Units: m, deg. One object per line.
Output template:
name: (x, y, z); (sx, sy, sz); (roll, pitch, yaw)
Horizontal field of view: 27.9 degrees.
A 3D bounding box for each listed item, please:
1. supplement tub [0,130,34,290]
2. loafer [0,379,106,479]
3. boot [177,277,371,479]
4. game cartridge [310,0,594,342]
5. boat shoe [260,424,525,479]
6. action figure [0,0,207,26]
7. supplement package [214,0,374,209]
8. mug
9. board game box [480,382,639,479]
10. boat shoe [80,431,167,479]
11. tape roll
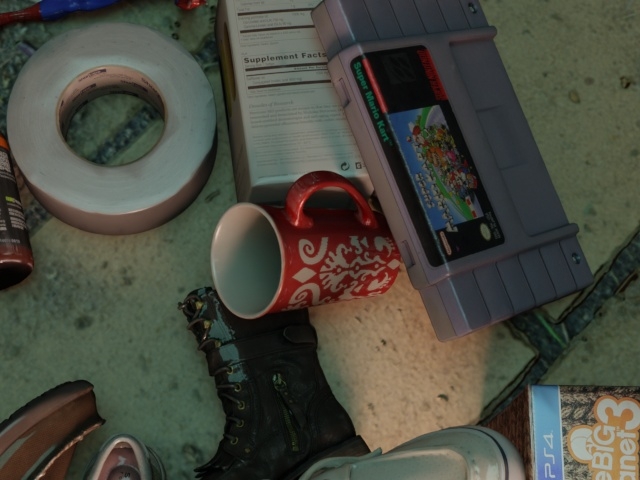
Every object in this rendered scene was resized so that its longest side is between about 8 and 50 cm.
supplement tub: (-0.362, -0.049, 1.317); (0.106, 0.106, 0.198); (-14, 73, -8)
loafer: (-0.319, 0.291, 1.213); (0.130, 0.134, 0.366); (40, 79, -2)
boot: (-0.087, 0.155, 1.271); (0.263, 0.091, 0.229); (-16, 72, -34)
game cartridge: (0.138, -0.090, 1.306); (0.230, 0.068, 0.355); (-15, 81, -48)
boat shoe: (-0.004, 0.257, 1.130); (0.367, 0.156, 0.136); (-29, 55, 24)
action figure: (-0.223, -0.281, 1.383); (0.280, 0.139, 0.092); (-11, 99, -10)
supplement package: (-0.030, -0.152, 1.353); (0.133, 0.139, 0.244); (-6, 72, -10)
mug: (0.001, 0.010, 1.274); (0.169, 0.150, 0.113); (-2, 67, -42)
board game box: (0.314, 0.226, 1.211); (0.290, 0.232, 0.141); (1, 73, -3)
boat shoe: (-0.203, 0.342, 1.205); (0.118, 0.103, 0.321); (9, 72, -1)
tape roll: (-0.218, -0.119, 1.366); (0.219, 0.072, 0.219); (1, 72, -3)
